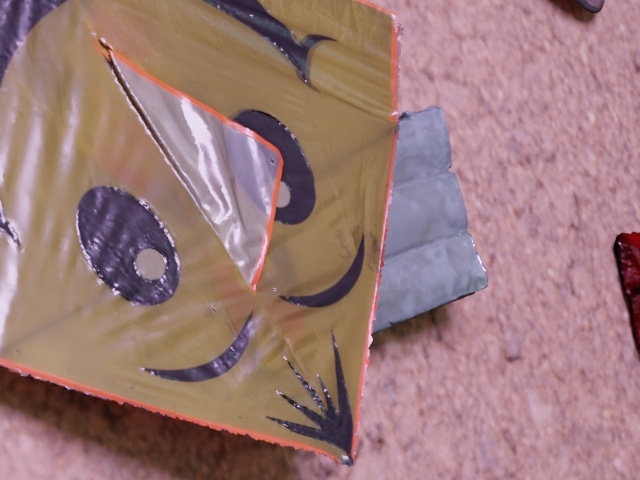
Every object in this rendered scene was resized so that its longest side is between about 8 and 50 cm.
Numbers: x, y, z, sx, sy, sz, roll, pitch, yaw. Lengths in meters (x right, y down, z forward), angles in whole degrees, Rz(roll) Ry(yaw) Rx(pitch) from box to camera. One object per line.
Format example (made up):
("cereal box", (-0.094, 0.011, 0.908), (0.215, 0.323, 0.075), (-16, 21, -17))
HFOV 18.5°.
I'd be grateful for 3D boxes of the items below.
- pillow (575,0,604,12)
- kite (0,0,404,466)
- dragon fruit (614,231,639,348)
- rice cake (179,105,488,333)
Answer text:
("pillow", (0.157, -0.267, 1.281), (0.131, 0.038, 0.232), (28, 57, -46))
("kite", (-0.072, -0.030, 0.942), (0.377, 0.013, 0.327), (-34, 92, -40))
("dragon fruit", (0.268, 0.037, 1.299), (0.192, 0.122, 0.092), (-30, 139, -50))
("rice cake", (0.000, 0.000, 1.031), (0.211, 0.038, 0.124), (-11, 85, -45))
